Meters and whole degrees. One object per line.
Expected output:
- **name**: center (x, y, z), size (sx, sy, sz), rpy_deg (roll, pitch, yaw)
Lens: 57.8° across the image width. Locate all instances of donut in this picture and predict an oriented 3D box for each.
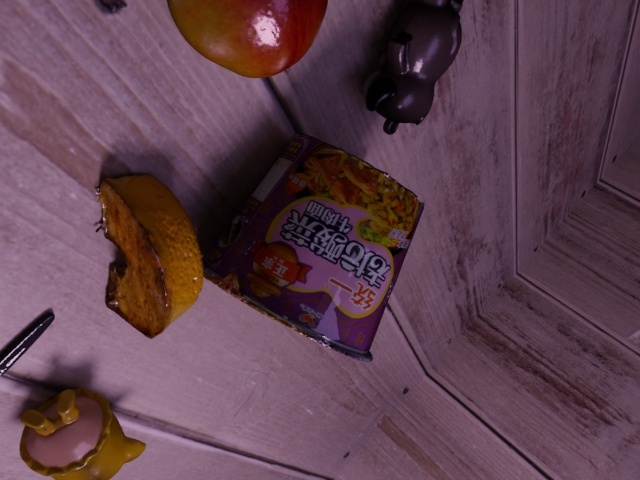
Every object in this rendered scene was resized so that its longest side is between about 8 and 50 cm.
- **donut**: center (-0.233, 0.042, 0.820), size (0.101, 0.152, 0.258), rpy_deg (-25, 142, -41)

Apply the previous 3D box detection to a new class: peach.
- **peach**: center (-0.077, -0.287, 0.642), size (0.197, 0.197, 0.197), rpy_deg (-33, 145, -27)

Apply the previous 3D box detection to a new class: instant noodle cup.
- **instant noodle cup**: center (0.000, 0.000, 0.944), size (0.265, 0.340, 0.340), rpy_deg (-61, 149, 0)

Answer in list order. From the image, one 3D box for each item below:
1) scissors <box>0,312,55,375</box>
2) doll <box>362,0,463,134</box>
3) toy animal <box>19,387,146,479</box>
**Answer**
- **scissors**: center (-0.456, 0.184, 0.813), size (0.220, 0.017, 0.088), rpy_deg (-46, 149, -9)
- **doll**: center (0.160, -0.307, 0.996), size (0.182, 0.117, 0.257), rpy_deg (-2, 124, -50)
- **toy animal**: center (-0.389, 0.322, 0.932), size (0.156, 0.156, 0.229), rpy_deg (-37, 144, -22)
